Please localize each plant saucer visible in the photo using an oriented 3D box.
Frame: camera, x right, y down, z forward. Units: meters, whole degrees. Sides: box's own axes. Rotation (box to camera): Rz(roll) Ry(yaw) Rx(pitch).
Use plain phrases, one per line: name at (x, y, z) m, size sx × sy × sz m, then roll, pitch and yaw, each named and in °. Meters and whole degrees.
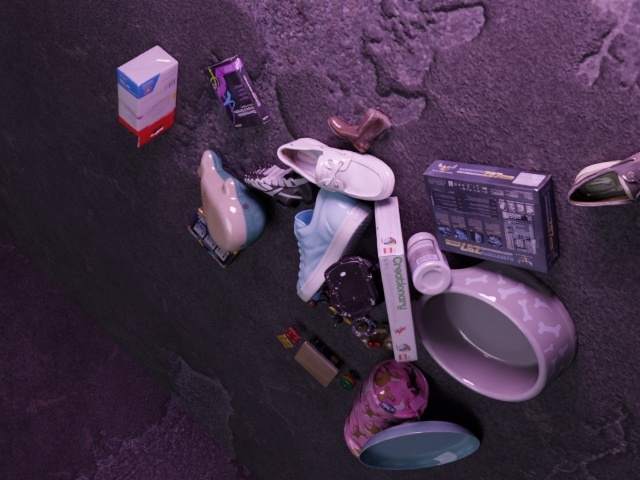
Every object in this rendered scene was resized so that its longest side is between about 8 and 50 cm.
plant saucer at (0.255, 0.535, 1.822) m, size 0.317 × 0.044 × 0.318 m, roll -4°, pitch 147°, yaw -3°

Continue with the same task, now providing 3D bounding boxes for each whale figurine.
whale figurine at (-0.233, -0.107, 1.820) m, size 0.272 × 0.141 × 0.216 m, roll 65°, pitch 152°, yaw 19°

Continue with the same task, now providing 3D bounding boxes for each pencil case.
pencil case at (0.172, 0.473, 1.908) m, size 0.160 × 0.167 × 0.386 m, roll 10°, pitch 144°, yaw -5°

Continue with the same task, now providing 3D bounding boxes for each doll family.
doll family at (0.036, 0.164, 1.821) m, size 0.193 × 0.076 × 0.111 m, roll 41°, pitch 151°, yaw 19°

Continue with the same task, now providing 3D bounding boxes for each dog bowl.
dog bowl at (0.349, 0.191, 1.455) m, size 0.348 × 0.102 × 0.349 m, roll 30°, pitch 144°, yaw 25°

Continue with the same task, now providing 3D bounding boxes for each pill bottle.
pill bottle at (0.217, 0.043, 1.413) m, size 0.078 × 0.137 × 0.078 m, roll -1°, pitch 119°, yaw -1°

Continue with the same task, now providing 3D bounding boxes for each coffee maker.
coffee maker at (0.083, 0.124, 1.567) m, size 0.120 × 0.178 × 0.171 m, roll 1°, pitch 87°, yaw 13°

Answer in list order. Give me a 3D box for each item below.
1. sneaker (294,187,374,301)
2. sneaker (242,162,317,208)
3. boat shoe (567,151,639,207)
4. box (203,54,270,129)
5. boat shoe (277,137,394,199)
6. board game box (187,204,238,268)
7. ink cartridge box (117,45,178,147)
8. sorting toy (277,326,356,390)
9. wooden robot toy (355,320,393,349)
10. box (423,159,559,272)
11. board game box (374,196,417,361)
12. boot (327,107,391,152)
sneaker at (0.000, 0.000, 1.641) m, size 0.150 × 0.135 × 0.366 m, roll 41°, pitch 136°, yaw 11°
sneaker at (-0.095, -0.123, 1.660) m, size 0.234 × 0.078 × 0.106 m, roll 7°, pitch 127°, yaw 43°
boat shoe at (0.473, -0.089, 1.041) m, size 0.223 × 0.073 × 0.080 m, roll -15°, pitch 113°, yaw 55°
box at (-0.192, -0.336, 1.594) m, size 0.116 × 0.029 × 0.162 m, roll 0°, pitch 125°, yaw 49°
boat shoe at (0.024, -0.145, 1.460) m, size 0.277 × 0.096 × 0.098 m, roll 21°, pitch 112°, yaw 34°
board game box at (-0.306, -0.014, 2.047) m, size 0.170 × 0.048 × 0.141 m, roll 48°, pitch 145°, yaw 1°
ink cartridge box at (-0.436, -0.358, 1.756) m, size 0.078 × 0.134 × 0.231 m, roll 39°, pitch 146°, yaw 12°
sorting toy at (-0.010, 0.355, 2.091) m, size 0.274 × 0.046 × 0.132 m, roll 41°, pitch 147°, yaw 9°
wooden robot toy at (0.161, 0.257, 1.775) m, size 0.173 × 0.076 × 0.079 m, roll -6°, pitch 131°, yaw 52°
box at (0.314, -0.047, 1.283) m, size 0.232 × 0.059 × 0.184 m, roll 14°, pitch 134°, yaw 40°
board game box at (0.162, 0.086, 1.487) m, size 0.053 × 0.193 × 0.305 m, roll -7°, pitch 128°, yaw 7°
boot at (0.077, -0.235, 1.380) m, size 0.106 × 0.037 × 0.114 m, roll 36°, pitch 151°, yaw -5°
